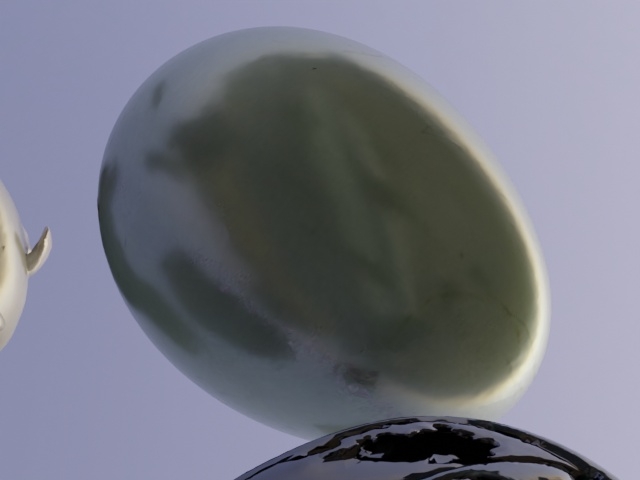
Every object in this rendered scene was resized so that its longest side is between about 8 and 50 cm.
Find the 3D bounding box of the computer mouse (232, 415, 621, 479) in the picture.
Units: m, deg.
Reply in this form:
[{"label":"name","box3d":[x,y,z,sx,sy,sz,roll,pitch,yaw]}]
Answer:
[{"label":"computer mouse","box3d":[-0.013,0.129,0.375,0.233,0.137,0.096,-46,-47,-14]}]

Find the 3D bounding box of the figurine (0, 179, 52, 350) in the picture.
[{"label":"figurine","box3d":[-0.282,0.050,0.916,0.226,0.275,0.394,-3,-144,-5]}]

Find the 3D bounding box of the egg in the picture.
[{"label":"egg","box3d":[0.000,0.000,0.741,0.182,0.183,0.264,-9,-146,-37]}]
